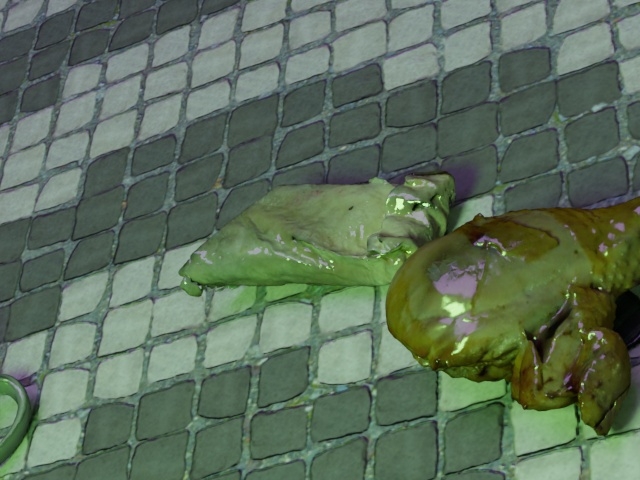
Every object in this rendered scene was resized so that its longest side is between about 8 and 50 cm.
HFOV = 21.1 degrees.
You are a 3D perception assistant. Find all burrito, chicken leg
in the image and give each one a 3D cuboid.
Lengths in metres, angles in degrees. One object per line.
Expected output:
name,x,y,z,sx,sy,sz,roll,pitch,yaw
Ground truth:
burrito,0.003,-0.007,2.163,0.348,0.107,0.175,-8,31,27
chicken leg,0.286,0.069,1.852,0.409,0.182,0.295,-24,53,0

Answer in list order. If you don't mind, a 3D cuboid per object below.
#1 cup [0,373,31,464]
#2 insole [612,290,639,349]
cup,-0.524,0.265,2.222,0.301,0.227,0.257,-5,55,-8
insole,0.260,0.056,1.985,0.110,0.012,0.309,-44,41,-9
